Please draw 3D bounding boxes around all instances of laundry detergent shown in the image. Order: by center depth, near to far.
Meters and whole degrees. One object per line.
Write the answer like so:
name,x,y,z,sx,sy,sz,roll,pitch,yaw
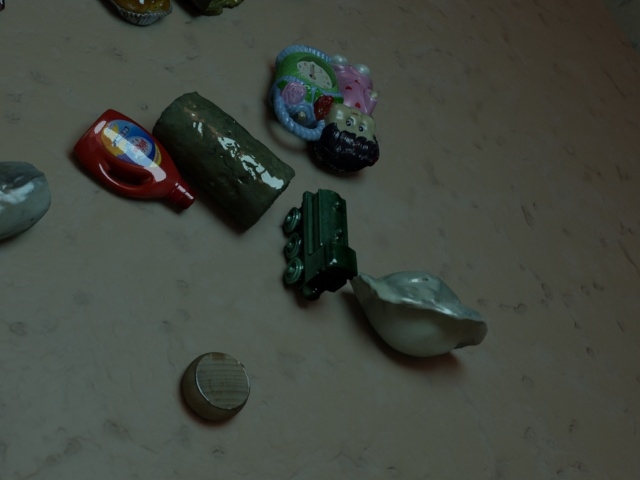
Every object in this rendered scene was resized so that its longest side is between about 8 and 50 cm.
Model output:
laundry detergent,-0.240,-0.096,1.081,0.165,0.049,0.097,39,60,-11

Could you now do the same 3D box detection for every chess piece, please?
chess piece,-0.126,0.176,0.982,0.083,0.038,0.084,19,50,-24

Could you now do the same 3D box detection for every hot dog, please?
hot dog,-0.308,-0.415,1.255,0.191,0.059,0.108,51,39,7

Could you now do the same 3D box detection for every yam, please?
yam,-0.137,-0.116,1.134,0.194,0.107,0.107,41,43,-5

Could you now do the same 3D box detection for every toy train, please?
toy train,0.000,0.000,1.157,0.071,0.111,0.170,22,49,-31

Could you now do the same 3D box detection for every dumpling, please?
dumpling,0.147,0.104,1.172,0.229,0.151,0.124,27,74,-21

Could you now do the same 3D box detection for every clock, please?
clock,0.008,-0.212,1.328,0.194,0.100,0.195,16,49,-24

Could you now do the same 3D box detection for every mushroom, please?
mushroom,-0.409,-0.031,0.882,0.223,0.081,0.092,-19,92,-42

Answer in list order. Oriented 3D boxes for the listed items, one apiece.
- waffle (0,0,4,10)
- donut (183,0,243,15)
waffle,-0.517,-0.334,1.026,0.234,0.055,0.221,6,60,-41
donut,-0.156,-0.539,1.411,0.345,0.136,0.259,-31,84,-48
